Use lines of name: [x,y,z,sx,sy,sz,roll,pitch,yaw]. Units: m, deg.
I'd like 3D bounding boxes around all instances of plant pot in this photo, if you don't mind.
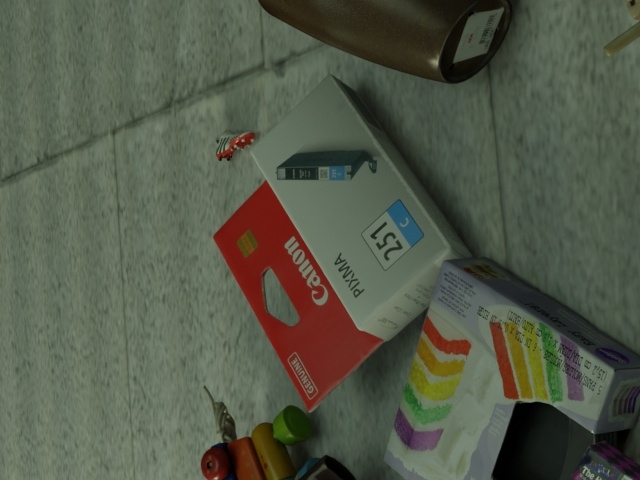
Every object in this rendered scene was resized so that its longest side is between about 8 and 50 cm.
plant pot: [0.083,-0.270,1.477,0.230,0.215,0.215,40,121,29]

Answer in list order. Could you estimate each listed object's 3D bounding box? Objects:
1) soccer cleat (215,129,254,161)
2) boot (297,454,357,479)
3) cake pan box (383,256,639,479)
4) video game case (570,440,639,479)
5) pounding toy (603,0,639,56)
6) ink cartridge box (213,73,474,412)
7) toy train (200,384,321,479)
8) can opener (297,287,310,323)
soccer cleat: [-0.115,-0.133,1.847,0.083,0.029,0.036,-32,68,52]
boot: [0.005,0.390,1.609,0.207,0.090,0.248,-37,99,16]
cake pan box: [0.193,0.179,1.406,0.267,0.070,0.246,37,119,46]
video game case: [0.289,0.329,1.240,0.232,0.041,0.210,35,113,30]
pounding toy: [0.316,-0.226,1.197,0.130,0.141,0.100,-39,59,45]
ink cartridge box: [0.000,0.000,1.595,0.261,0.066,0.296,-44,52,15]
toy train: [-0.069,0.247,1.724,0.143,0.105,0.248,-42,56,31]
can opener: [0.005,0.023,1.663,0.059,0.073,0.186,-49,43,50]
